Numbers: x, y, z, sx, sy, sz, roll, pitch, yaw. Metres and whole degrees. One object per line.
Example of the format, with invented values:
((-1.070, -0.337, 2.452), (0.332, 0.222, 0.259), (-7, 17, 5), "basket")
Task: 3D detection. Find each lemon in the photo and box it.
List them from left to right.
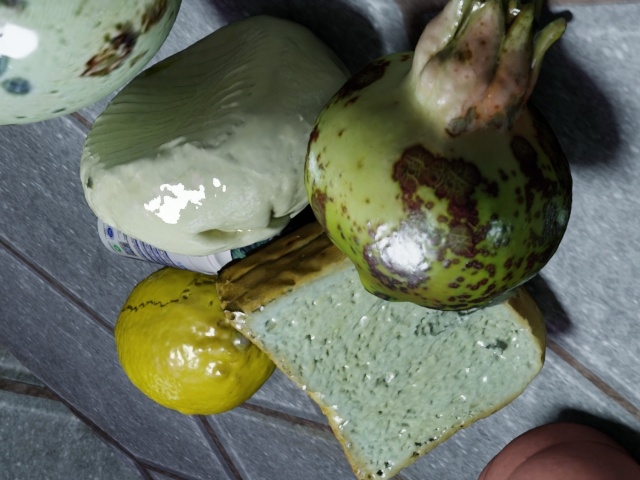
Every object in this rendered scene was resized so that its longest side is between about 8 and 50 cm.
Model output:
((-0.155, 0.120, 2.209), (0.204, 0.204, 0.260), (46, 159, -20), "lemon")

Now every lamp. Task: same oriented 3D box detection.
((0.288, 0.345, 1.871), (0.305, 0.239, 0.305), (174, 90, -81), "lamp")

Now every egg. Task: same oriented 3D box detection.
((-0.282, -0.240, 1.514), (0.379, 0.287, 0.287), (19, 152, 48), "egg")

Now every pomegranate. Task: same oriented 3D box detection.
((0.090, -0.070, 1.368), (0.222, 0.204, 0.276), (42, 161, 26), "pomegranate")

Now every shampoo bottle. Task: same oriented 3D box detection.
((-0.156, -0.010, 2.088), (0.303, 0.092, 0.092), (8, 144, 53), "shampoo bottle")

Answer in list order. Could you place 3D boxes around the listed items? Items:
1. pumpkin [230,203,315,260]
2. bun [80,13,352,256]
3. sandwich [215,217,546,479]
((-0.010, 0.004, 1.779), (0.194, 0.150, 0.194), (24, 149, 16), "pumpkin")
((-0.073, -0.082, 1.544), (0.259, 0.259, 0.160), (9, 140, 53), "bun")
((0.074, 0.078, 1.680), (0.273, 0.249, 0.095), (53, -172, -33), "sandwich")
